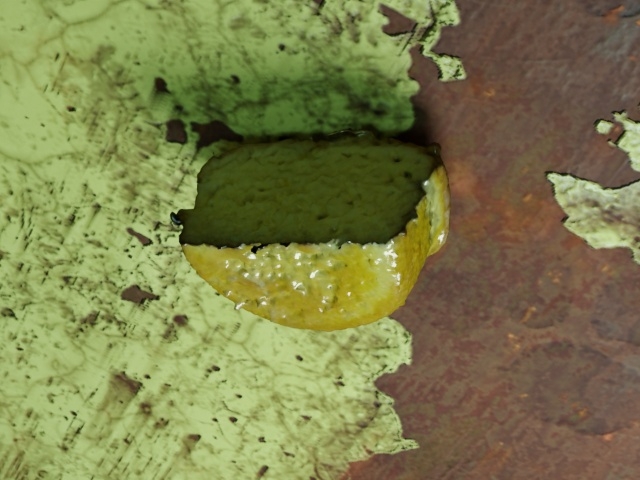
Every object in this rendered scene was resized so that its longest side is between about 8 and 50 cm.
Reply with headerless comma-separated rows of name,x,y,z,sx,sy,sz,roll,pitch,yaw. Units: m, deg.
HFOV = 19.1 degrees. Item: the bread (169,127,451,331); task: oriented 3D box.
bread,0.000,0.000,1.618,0.229,0.143,0.139,1,131,24
